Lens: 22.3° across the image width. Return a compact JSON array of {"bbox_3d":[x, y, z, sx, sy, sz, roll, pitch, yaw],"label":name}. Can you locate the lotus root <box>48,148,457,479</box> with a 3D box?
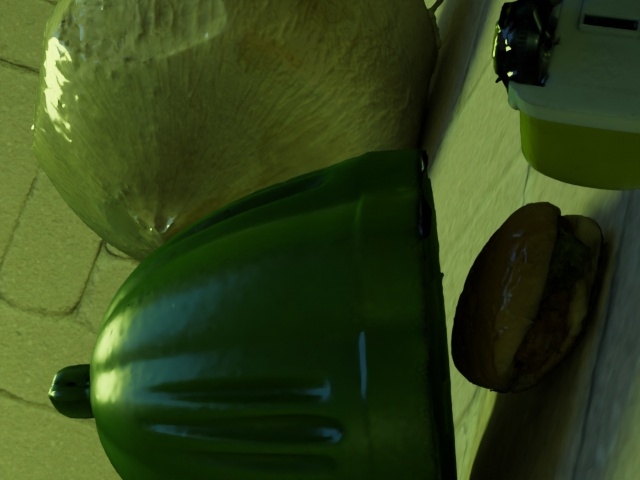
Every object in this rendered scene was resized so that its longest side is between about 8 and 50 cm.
[{"bbox_3d":[-0.030,0.056,0.669,0.186,0.186,0.186,-161,90,-86],"label":"lotus root"}]

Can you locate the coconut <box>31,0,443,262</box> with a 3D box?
[{"bbox_3d":[-0.081,-0.120,1.398,0.346,0.346,0.360,114,180,-54],"label":"coconut"}]

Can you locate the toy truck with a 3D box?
[{"bbox_3d":[0.105,-0.073,0.578,0.077,0.076,0.111,78,-154,-57],"label":"toy truck"}]

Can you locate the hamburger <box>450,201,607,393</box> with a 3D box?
[{"bbox_3d":[0.078,0.024,0.631,0.083,0.044,0.076,125,160,-67],"label":"hamburger"}]
